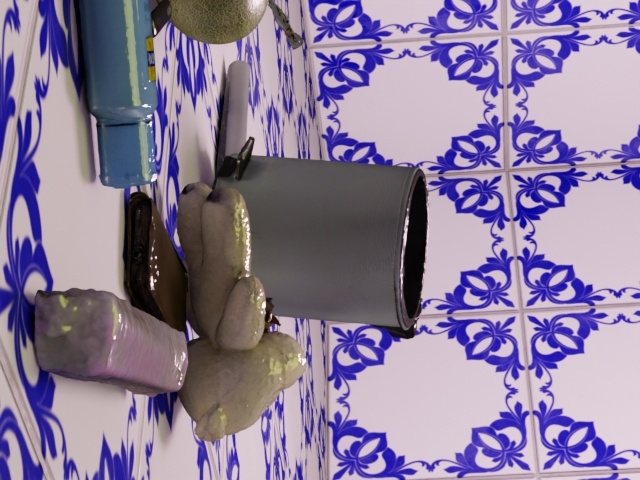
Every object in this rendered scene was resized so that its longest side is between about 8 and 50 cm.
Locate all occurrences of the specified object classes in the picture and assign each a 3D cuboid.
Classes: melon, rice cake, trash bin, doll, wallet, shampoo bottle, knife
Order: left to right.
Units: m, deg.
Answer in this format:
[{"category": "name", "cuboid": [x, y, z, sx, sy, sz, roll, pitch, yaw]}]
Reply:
[{"category": "shampoo bottle", "cuboid": [-0.181, -0.177, 1.488, 0.104, 0.061, 0.258, -57, 144, -81]}, {"category": "rice cake", "cuboid": [-0.168, 0.092, 1.415, 0.399, 0.064, 0.070, 58, 35, -81]}, {"category": "wallet", "cuboid": [-0.167, 0.039, 1.707, 0.198, 0.031, 0.110, 76, 12, -65]}, {"category": "melon", "cuboid": [-0.123, -0.299, 1.868, 0.192, 0.139, 0.139, 79, 9, -61]}, {"category": "knife", "cuboid": [-0.125, -0.161, 2.422, 0.265, 0.041, 0.073, -90, -177, -46]}, {"category": "doll", "cuboid": [-0.095, 0.072, 1.844, 0.175, 0.149, 0.278, -75, 161, -78]}, {"category": "trash bin", "cuboid": [0.000, 0.000, 2.220, 0.217, 0.263, 0.277, -69, 159, -55]}]

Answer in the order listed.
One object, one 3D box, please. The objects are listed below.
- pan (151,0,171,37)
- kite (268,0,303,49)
[{"category": "pan", "cuboid": [-0.184, -0.203, 1.682, 0.235, 0.028, 0.136, -75, 162, -67]}, {"category": "kite", "cuboid": [-0.107, -0.333, 1.956, 0.267, 0.013, 0.323, 51, -35, -7]}]
